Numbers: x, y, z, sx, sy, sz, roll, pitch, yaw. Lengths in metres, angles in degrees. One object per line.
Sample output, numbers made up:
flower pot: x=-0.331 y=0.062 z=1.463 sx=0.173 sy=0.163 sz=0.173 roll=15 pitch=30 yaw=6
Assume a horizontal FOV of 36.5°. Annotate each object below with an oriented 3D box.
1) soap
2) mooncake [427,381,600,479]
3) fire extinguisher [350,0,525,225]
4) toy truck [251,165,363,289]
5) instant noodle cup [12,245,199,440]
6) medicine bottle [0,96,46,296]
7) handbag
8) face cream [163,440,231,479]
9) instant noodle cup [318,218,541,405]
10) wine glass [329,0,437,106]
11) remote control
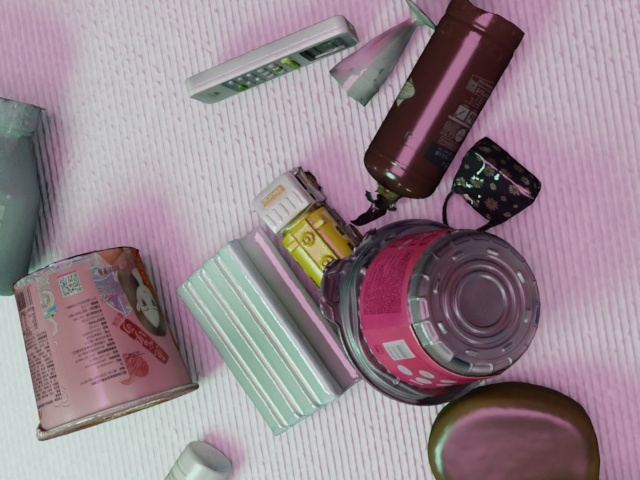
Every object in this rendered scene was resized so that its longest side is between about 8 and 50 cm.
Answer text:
soap: x=-0.074 y=0.132 z=1.405 sx=0.265 sy=0.087 sz=0.160 roll=55 pitch=132 yaw=5
mooncake: x=0.275 y=0.302 z=1.347 sx=0.235 sy=0.117 sz=0.234 roll=1 pitch=93 yaw=10
fire extinguisher: x=0.147 y=-0.166 z=1.342 sx=0.114 sy=0.135 sz=0.337 roll=33 pitch=101 yaw=22
toy truck: x=0.000 y=0.000 z=1.393 sx=0.098 sy=0.114 sz=0.227 roll=-41 pitch=84 yaw=12
instant noodle cup: x=-0.327 y=0.149 z=1.426 sx=0.243 sy=0.243 sz=0.231 roll=-22 pitch=81 yaw=13
medicine bottle: x=-0.537 y=-0.082 z=1.450 sx=0.245 sy=0.245 sz=0.289 roll=14 pitch=94 yaw=12
handbag: x=0.225 y=-0.058 z=1.366 sx=0.115 sy=0.072 sz=0.139 roll=40 pitch=115 yaw=3
face cream: x=-0.237 y=0.436 z=1.490 sx=0.082 sy=0.082 sz=0.269 roll=34 pitch=101 yaw=9
instant noodle cup: x=0.167 y=0.087 z=1.265 sx=0.303 sy=0.181 sz=0.258 roll=3 pitch=82 yaw=-20
wine glass: x=0.088 y=-0.270 z=1.382 sx=0.073 sy=0.073 sz=0.155 roll=44 pitch=100 yaw=7
remote control: x=-0.070 y=-0.259 z=1.402 sx=0.250 sy=0.103 sz=0.034 roll=-21 pitch=86 yaw=12
